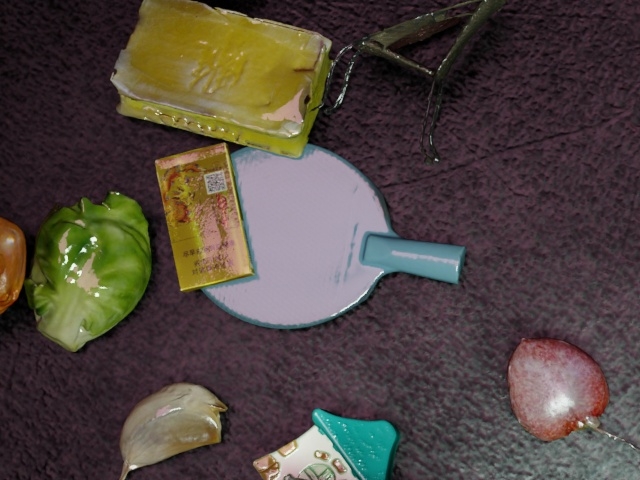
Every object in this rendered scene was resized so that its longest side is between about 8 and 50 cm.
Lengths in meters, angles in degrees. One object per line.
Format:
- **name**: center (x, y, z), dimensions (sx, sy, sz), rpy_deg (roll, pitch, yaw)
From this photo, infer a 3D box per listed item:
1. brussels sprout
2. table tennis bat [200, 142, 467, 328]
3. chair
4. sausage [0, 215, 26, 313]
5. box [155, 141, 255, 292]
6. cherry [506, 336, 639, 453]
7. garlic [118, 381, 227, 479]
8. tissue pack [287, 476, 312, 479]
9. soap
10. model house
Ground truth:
- **brussels sprout**: center (-0.264, 0.034, 1.989), dimensions (0.139, 0.100, 0.181), rpy_deg (20, 80, -4)
- **table tennis bat**: center (0.000, 0.000, 1.982), dimensions (0.329, 0.044, 0.215), rpy_deg (10, 83, 11)
- **chair**: center (0.106, -0.202, 1.934), dimensions (0.149, 0.174, 0.213), rpy_deg (29, 98, 6)
- **sausage**: center (-0.457, 0.009, 1.977), dimensions (0.268, 0.153, 0.141), rpy_deg (16, 84, 22)
- **box**: center (-0.131, -0.026, 1.983), dimensions (0.089, 0.022, 0.156), rpy_deg (-15, 79, 8)
- **cherry**: center (0.280, 0.200, 1.899), dimensions (0.107, 0.090, 0.225), rpy_deg (-33, 88, -10)
- **garlic**: center (-0.177, 0.208, 1.963), dimensions (0.152, 0.066, 0.084), rpy_deg (-21, 82, 2)
- **tissue pack**: center (0.145, 0.405, 1.711), dimensions (0.405, 0.332, 0.205), rpy_deg (12, 109, -3)
- **soap**: center (-0.112, -0.189, 1.991), dimensions (0.233, 0.076, 0.135), rpy_deg (15, 72, 12)
- **model house**: center (0.022, 0.248, 1.917), dimensions (0.149, 0.100, 0.127), rpy_deg (-37, 80, 0)
